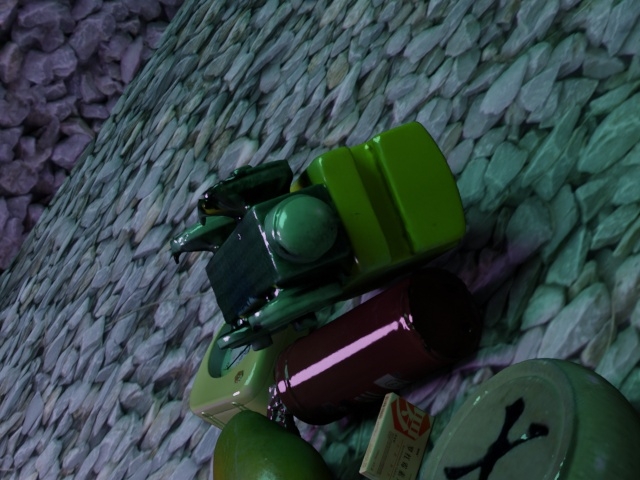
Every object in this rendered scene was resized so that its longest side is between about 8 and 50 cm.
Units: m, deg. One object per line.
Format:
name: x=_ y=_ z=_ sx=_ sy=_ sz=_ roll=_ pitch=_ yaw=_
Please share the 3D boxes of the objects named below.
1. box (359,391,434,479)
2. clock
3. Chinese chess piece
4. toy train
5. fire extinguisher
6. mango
box: x=0.079 y=0.209 z=1.550 sx=0.015 sy=0.058 sz=0.093 roll=-29 pitch=34 yaw=55
clock: x=-0.077 y=0.130 z=1.973 sx=0.170 sy=0.069 sz=0.232 roll=-25 pitch=36 yaw=53
Chinese chess piece: x=0.176 y=0.214 z=1.300 sx=0.238 sy=0.092 sz=0.238 roll=-44 pitch=26 yaw=28
toy train: x=0.000 y=0.000 z=1.666 sx=0.272 sy=0.179 sz=0.442 roll=-20 pitch=-5 yaw=-15
fire extinguisher: x=0.034 y=0.157 z=1.679 sx=0.337 sy=0.106 sz=0.147 roll=-34 pitch=54 yaw=45
mango: x=-0.061 y=0.275 z=1.642 sx=0.251 sy=0.114 sz=0.157 roll=-145 pitch=56 yaw=-59
